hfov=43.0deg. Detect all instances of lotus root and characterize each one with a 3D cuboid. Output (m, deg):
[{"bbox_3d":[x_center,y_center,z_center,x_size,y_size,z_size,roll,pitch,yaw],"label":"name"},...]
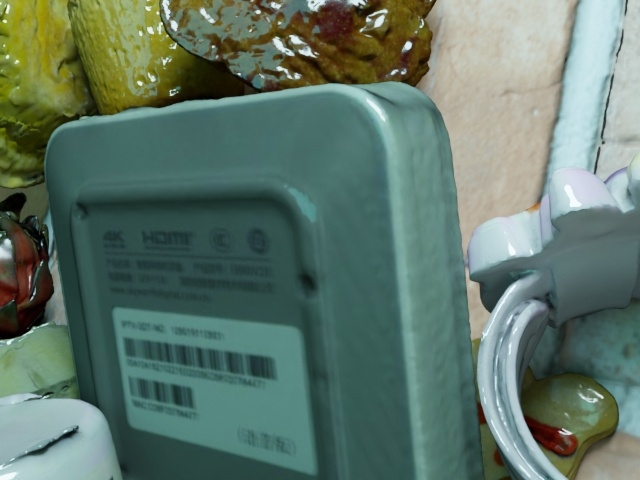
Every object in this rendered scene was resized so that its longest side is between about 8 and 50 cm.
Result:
[{"bbox_3d":[-0.287,0.170,0.829,0.119,0.234,0.138,22,117,53],"label":"lotus root"}]

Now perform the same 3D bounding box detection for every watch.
[{"bbox_3d":[0.222,0.071,0.516,0.244,0.196,0.231,-13,60,10],"label":"watch"}]

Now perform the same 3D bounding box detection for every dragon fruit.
[{"bbox_3d":[-0.407,0.052,0.971,0.182,0.182,0.189,55,148,33],"label":"dragon fruit"}]

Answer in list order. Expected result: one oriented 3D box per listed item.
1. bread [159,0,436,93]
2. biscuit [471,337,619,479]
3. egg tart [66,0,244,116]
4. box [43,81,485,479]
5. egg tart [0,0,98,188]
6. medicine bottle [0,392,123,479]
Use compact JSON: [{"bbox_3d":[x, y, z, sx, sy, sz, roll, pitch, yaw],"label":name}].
[{"bbox_3d":[-0.003,-0.229,0.756,0.246,0.135,0.232,22,86,2],"label":"bread"},{"bbox_3d":[0.140,0.202,0.631,0.153,0.030,0.234,19,86,39],"label":"biscuit"},{"bbox_3d":[-0.161,-0.193,0.875,0.202,0.202,0.147,-18,78,29],"label":"egg tart"},{"bbox_3d":[-0.066,0.082,0.658,0.395,0.111,0.397,-1,100,40],"label":"box"},{"bbox_3d":[-0.334,-0.228,0.928,0.132,0.341,0.342,0,75,24],"label":"egg tart"},{"bbox_3d":[-0.239,0.334,0.660,0.213,0.213,0.379,-7,97,33],"label":"medicine bottle"}]
